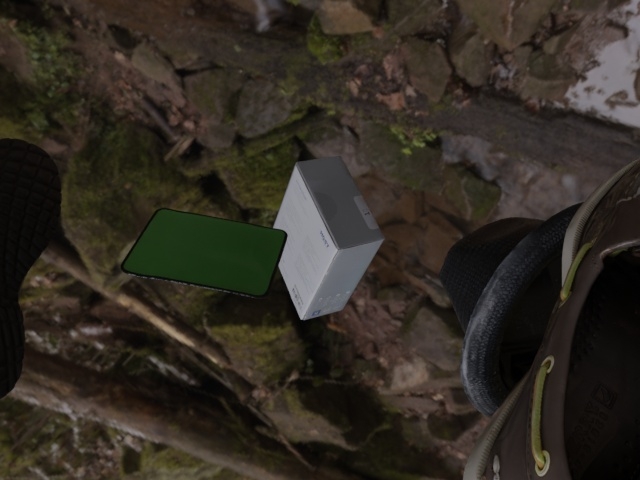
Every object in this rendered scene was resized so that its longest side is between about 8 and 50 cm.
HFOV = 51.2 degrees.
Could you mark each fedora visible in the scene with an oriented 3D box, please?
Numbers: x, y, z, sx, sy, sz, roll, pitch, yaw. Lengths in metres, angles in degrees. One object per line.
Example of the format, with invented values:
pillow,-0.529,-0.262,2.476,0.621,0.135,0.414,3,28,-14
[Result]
fedora,0.262,0.067,0.840,0.152,0.334,0.334,38,155,47

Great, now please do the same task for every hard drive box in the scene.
hard drive box,0.000,0.000,1.154,0.181,0.089,0.232,65,152,26

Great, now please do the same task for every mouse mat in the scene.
mouse mat,-0.146,0.012,0.872,0.190,0.152,0.007,10,125,3

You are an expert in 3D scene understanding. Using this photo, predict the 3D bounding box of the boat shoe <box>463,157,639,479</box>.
boat shoe,0.193,0.042,0.392,0.117,0.324,0.096,35,151,9

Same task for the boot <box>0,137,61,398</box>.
boot,-0.438,0.050,0.814,0.223,0.338,0.118,-21,143,40
